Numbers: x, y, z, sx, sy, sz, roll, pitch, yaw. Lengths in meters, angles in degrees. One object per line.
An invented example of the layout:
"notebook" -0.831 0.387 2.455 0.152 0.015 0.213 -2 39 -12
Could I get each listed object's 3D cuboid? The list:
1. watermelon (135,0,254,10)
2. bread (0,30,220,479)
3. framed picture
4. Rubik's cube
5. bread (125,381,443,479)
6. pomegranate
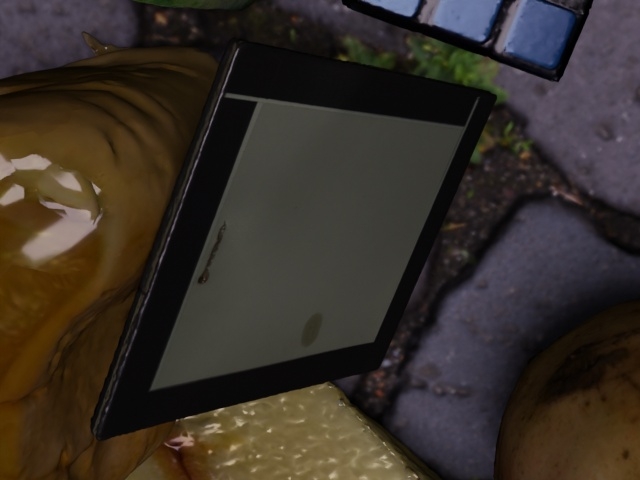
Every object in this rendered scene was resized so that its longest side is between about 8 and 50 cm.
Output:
"watermelon" -0.100 -0.319 0.770 0.224 0.180 0.305 -3 109 -47
"bread" -0.231 0.033 0.757 0.250 0.394 0.361 24 107 10
"framed picture" 0.000 0.000 0.788 0.016 0.347 0.265 31 109 28
"Rubik's cube" 0.112 -0.221 0.785 0.162 0.163 0.160 19 106 -5
"bread" -0.024 0.292 0.916 0.345 0.242 0.405 -37 108 7
"pomegranate" 0.283 0.198 0.841 0.322 0.322 0.322 0 107 -1
